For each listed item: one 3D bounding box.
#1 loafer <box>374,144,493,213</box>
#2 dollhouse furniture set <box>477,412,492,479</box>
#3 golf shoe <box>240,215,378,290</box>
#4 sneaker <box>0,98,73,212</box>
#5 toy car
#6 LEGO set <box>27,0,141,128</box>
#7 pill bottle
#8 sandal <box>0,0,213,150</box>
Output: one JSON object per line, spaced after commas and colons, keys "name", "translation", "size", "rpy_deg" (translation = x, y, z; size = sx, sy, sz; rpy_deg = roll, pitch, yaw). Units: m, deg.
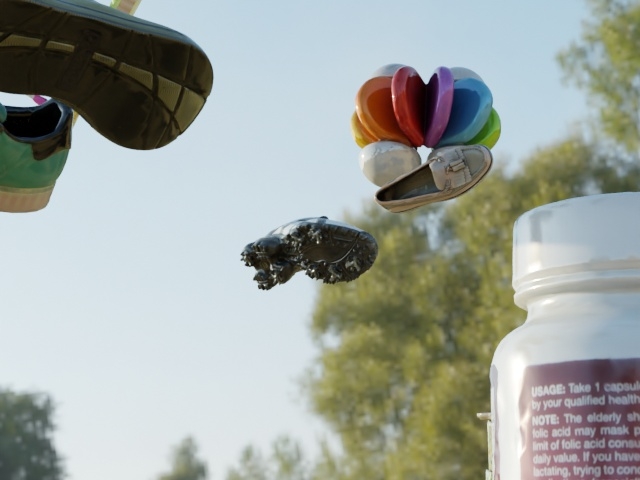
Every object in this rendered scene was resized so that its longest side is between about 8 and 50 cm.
{"name": "loafer", "translation": [0.110, -0.059, 1.323], "size": [0.125, 0.045, 0.039], "rpy_deg": [-25, -15, 27]}
{"name": "dollhouse furniture set", "translation": [0.251, 0.294, 1.594], "size": [0.101, 0.182, 0.161], "rpy_deg": [-2, -7, -4]}
{"name": "golf shoe", "translation": [0.000, 0.000, 1.480], "size": [0.198, 0.077, 0.094], "rpy_deg": [-5, 25, 47]}
{"name": "sneaker", "translation": [-0.365, -0.101, 1.233], "size": [0.302, 0.108, 0.121], "rpy_deg": [0, -53, -45]}
{"name": "toy car", "translation": [0.126, -0.151, 1.588], "size": [0.182, 0.159, 0.136], "rpy_deg": [4, -29, 2]}
{"name": "LEGO set", "translation": [-0.256, -0.233, 1.403], "size": [0.107, 0.287, 0.132], "rpy_deg": [30, 2, -14]}
{"name": "pill bottle", "translation": [0.239, 0.175, 0.990], "size": [0.224, 0.392, 0.224], "rpy_deg": [1, -12, 0]}
{"name": "sandal", "translation": [-0.211, -0.170, 1.182], "size": [0.302, 0.086, 0.120], "rpy_deg": [21, -66, -46]}
